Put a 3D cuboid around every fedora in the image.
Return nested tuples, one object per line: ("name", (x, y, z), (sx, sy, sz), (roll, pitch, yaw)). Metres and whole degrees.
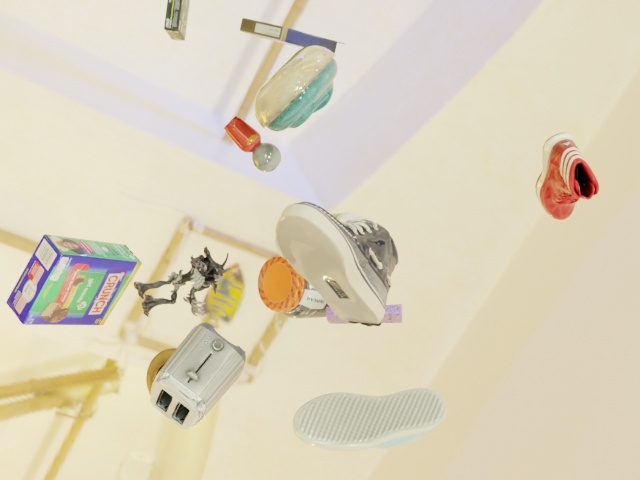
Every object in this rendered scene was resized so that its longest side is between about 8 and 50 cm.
("fedora", (-0.372, 0.378, 2.278), (0.194, 0.194, 0.079), (-62, 173, 11))

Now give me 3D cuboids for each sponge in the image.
("sponge", (0.122, 0.205, 2.330), (0.117, 0.210, 0.031), (68, 21, -72))

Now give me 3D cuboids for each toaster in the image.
("toaster", (-0.242, 0.267, 1.629), (0.146, 0.129, 0.227), (-50, 177, -31))

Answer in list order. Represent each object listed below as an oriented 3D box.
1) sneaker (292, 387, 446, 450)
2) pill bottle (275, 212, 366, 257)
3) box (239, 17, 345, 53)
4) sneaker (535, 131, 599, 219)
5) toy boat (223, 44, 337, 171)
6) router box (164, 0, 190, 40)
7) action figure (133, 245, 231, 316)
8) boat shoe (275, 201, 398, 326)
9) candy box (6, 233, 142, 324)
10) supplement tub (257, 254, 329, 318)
("sneaker", (0.103, 0.430, 1.921), (0.150, 0.366, 0.135), (114, -29, -49))
("pill bottle", (0.000, 0.000, 2.131), (0.246, 0.136, 0.136), (-1, -113, 48))
("box", (-0.060, -0.471, 1.960), (0.136, 0.225, 0.036), (23, -74, 38))
("sneaker", (0.490, -0.094, 1.674), (0.087, 0.221, 0.128), (-19, -135, 2))
("toy boat", (-0.073, -0.282, 1.838), (0.318, 0.148, 0.267), (-39, -169, 37))
("router box", (-0.357, -0.571, 2.107), (0.092, 0.038, 0.122), (38, 59, -87))
("action figure", (-0.355, 0.124, 2.291), (0.141, 0.276, 0.164), (49, -28, 46))
("boat shoe", (0.037, 0.003, 1.491), (0.127, 0.340, 0.158), (4, -124, 28))
("candy box", (-0.756, 0.130, 2.605), (0.122, 0.317, 0.268), (43, -71, 29))
("supplement tub", (-0.016, 0.131, 2.546), (0.207, 0.338, 0.207), (-2, -93, 40))
